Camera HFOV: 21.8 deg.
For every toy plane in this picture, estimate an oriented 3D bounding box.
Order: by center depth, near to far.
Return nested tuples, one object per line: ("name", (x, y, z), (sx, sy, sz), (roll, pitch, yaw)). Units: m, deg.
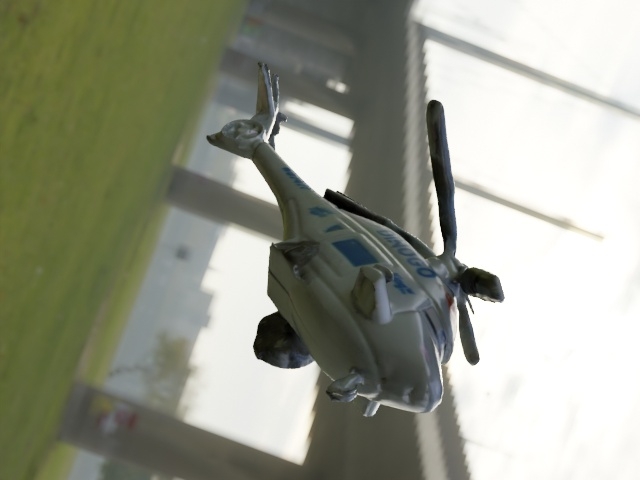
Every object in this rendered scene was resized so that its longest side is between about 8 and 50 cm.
("toy plane", (0.000, -0.010, 0.866), (0.273, 0.107, 0.182), (61, -28, 31))
